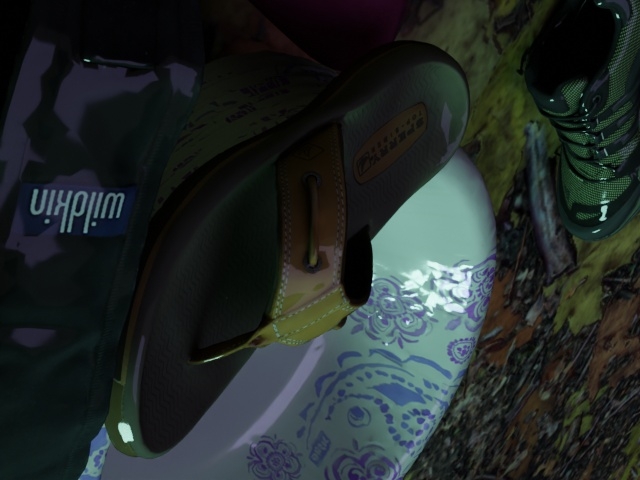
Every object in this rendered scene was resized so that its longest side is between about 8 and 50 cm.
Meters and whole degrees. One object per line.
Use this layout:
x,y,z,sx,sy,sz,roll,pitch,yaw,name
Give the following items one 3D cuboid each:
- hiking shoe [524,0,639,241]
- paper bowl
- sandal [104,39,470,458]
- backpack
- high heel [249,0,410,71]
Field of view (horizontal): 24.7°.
0.177,-0.097,0.986,0.114,0.086,0.227,-14,124,-30,hiking shoe
-0.056,0.044,0.720,0.284,0.148,0.284,-34,142,-31,paper bowl
0.000,0.000,0.561,0.219,0.060,0.090,-40,138,-33,sandal
-0.194,0.009,0.451,0.276,0.213,0.263,-24,128,-34,backpack
-0.090,-0.152,0.537,0.181,0.127,0.377,-47,137,-13,high heel
